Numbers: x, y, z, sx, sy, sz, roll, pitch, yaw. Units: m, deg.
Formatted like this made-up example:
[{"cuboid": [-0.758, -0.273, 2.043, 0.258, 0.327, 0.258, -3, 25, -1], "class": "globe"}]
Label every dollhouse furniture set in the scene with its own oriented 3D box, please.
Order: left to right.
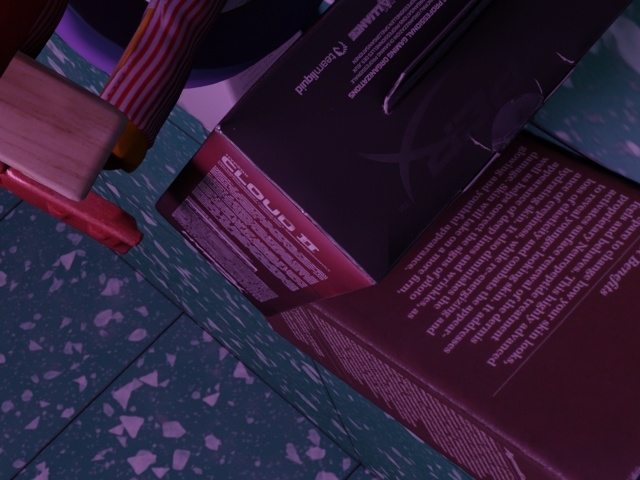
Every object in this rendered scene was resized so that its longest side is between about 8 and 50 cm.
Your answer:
[{"cuboid": [-0.096, -0.115, 0.555, 0.152, 0.201, 0.374, 29, 174, -9], "class": "dollhouse furniture set"}]

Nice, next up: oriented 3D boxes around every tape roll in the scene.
[{"cuboid": [-0.087, -0.192, 0.794, 0.189, 0.189, 0.080, 48, 166, -9], "class": "tape roll"}]

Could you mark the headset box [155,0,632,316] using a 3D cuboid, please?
[{"cuboid": [0.033, -0.077, 0.718, 0.110, 0.218, 0.293, 44, 167, -5], "class": "headset box"}]

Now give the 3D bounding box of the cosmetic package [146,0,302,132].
[{"cuboid": [-0.082, -0.170, 0.967, 0.117, 0.085, 0.231, 38, 166, 25], "class": "cosmetic package"}]

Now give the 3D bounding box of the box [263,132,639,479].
[{"cuboid": [0.120, 0.042, 0.866, 0.381, 0.191, 0.143, 33, 161, 44], "class": "box"}]
